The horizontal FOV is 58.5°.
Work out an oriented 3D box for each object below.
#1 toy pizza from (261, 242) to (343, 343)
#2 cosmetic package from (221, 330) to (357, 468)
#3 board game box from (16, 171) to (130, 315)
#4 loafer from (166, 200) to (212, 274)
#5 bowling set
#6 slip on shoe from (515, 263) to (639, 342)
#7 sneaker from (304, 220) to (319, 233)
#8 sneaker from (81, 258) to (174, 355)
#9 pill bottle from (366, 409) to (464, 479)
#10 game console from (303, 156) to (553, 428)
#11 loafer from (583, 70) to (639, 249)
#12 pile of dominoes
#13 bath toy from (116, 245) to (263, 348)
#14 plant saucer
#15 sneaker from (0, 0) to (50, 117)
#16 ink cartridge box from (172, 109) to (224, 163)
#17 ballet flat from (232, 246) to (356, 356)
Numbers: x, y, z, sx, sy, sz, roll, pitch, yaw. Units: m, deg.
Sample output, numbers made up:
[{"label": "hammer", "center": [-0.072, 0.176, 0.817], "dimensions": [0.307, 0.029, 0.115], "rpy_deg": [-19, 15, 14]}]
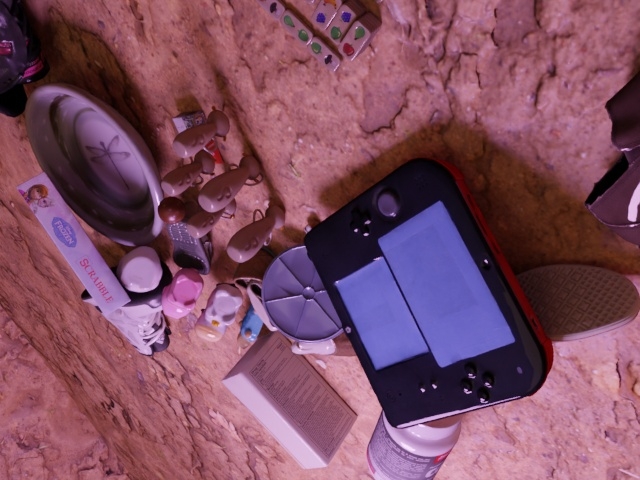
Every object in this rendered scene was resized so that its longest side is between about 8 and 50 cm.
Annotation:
[{"label": "toy pizza", "center": [-0.020, 0.105, 1.148], "dimensions": [0.201, 0.032, 0.201], "rpy_deg": [0, 92, 13]}, {"label": "cosmetic package", "center": [-0.073, 0.391, 1.403], "dimensions": [0.309, 0.160, 0.113], "rpy_deg": [49, 139, -6]}, {"label": "board game box", "center": [-0.567, 0.002, 1.308], "dimensions": [0.319, 0.066, 0.318], "rpy_deg": [61, 159, -15]}, {"label": "loafer", "center": [-0.284, -0.002, 1.300], "dimensions": [0.094, 0.087, 0.251], "rpy_deg": [18, 150, 2]}, {"label": "bowling set", "center": [-0.215, -0.105, 1.095], "dimensions": [0.199, 0.154, 0.287], "rpy_deg": [1, 124, 37]}, {"label": "slip on shoe", "center": [0.332, 0.120, 0.909], "dimensions": [0.331, 0.123, 0.101], "rpy_deg": [-22, 143, 40]}, {"label": "sneaker", "center": [0.000, 0.000, 1.114], "dimensions": [0.083, 0.032, 0.037], "rpy_deg": [57, 146, -4]}, {"label": "sneaker", "center": [-0.460, 0.192, 1.566], "dimensions": [0.447, 0.169, 0.257], "rpy_deg": [-6, 129, 50]}, {"label": "pill bottle", "center": [0.198, 0.398, 1.193], "dimensions": [0.161, 0.161, 0.283], "rpy_deg": [27, 137, 17]}, {"label": "game console", "center": [0.152, 0.095, 0.927], "dimensions": [0.342, 0.060, 0.387], "rpy_deg": [-32, 78, 39]}, {"label": "loafer", "center": [0.377, -0.136, 0.619], "dimensions": [0.130, 0.134, 0.366], "rpy_deg": [21, 135, 23]}, {"label": "pile of dominoes", "center": [-0.020, -0.370, 0.805], "dimensions": [0.251, 0.040, 0.196], "rpy_deg": [43, 139, -1]}, {"label": "bath toy", "center": [-0.301, 0.128, 1.320], "dimensions": [0.348, 0.151, 0.129], "rpy_deg": [29, -177, -16]}, {"label": "plant saucer", "center": [-0.480, -0.175, 1.285], "dimensions": [0.400, 0.100, 0.401], "rpy_deg": [22, 135, 24]}, {"label": "sneaker", "center": [-0.646, -0.433, 1.174], "dimensions": [0.202, 0.185, 0.483], "rpy_deg": [31, 145, -14]}, {"label": "ink cartridge box", "center": [-0.241, -0.197, 1.132], "dimensions": [0.062, 0.029, 0.115], "rpy_deg": [3, 125, 36]}, {"label": "ballet flat", "center": [-0.051, 0.159, 1.214], "dimensions": [0.342, 0.124, 0.116], "rpy_deg": [43, 144, 0]}]
